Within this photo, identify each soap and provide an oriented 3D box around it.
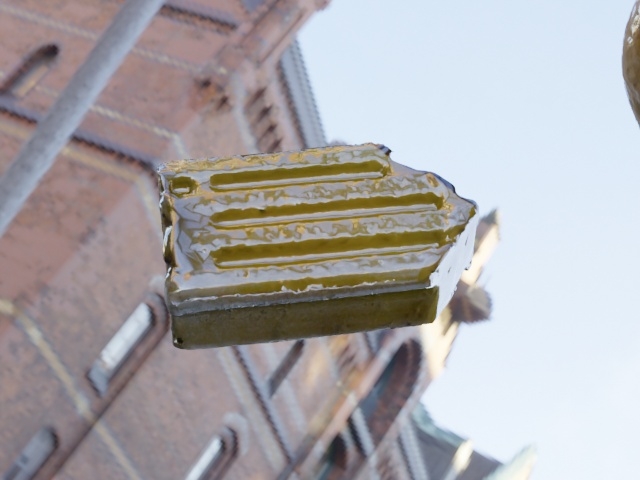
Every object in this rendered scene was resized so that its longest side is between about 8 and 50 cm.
[{"bbox_3d":[0.000,0.000,0.971,0.257,0.160,0.080,-5,-41,-7],"label":"soap"}]

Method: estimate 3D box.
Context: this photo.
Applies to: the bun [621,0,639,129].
[{"bbox_3d":[0.394,-0.136,0.974,0.298,0.165,0.299,9,-51,12],"label":"bun"}]
